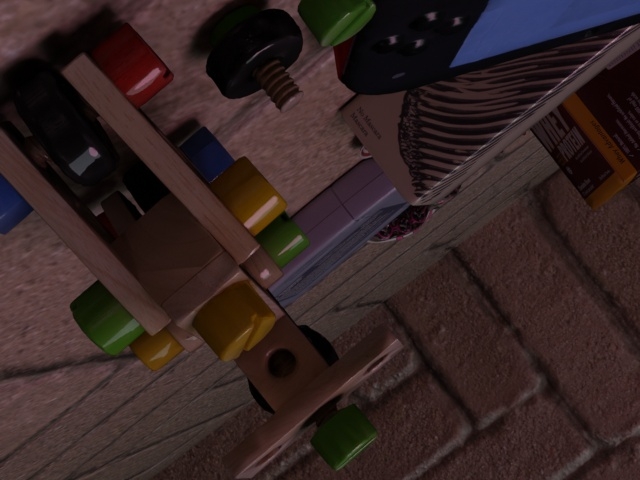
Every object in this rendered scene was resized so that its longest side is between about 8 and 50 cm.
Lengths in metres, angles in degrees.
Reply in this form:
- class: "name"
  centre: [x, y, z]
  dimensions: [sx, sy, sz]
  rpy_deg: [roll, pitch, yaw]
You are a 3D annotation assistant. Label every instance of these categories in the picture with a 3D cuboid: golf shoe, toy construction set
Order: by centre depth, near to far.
- class: "toy construction set"
  centre: [-0.086, 0.046, 0.542]
  dimensions: [0.308, 0.237, 0.257]
  rpy_deg: [-32, 170, -26]
- class: "golf shoe"
  centre: [0.116, -0.039, 1.405]
  dimensions: [0.186, 0.067, 0.086]
  rpy_deg: [-31, 171, -34]

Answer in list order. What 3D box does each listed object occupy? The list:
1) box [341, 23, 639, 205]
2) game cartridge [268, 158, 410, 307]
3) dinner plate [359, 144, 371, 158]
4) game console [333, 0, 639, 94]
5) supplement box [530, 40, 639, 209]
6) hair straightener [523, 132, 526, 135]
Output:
- class: "box"
  centre: [0.159, -0.154, 0.860]
  dimensions: [0.275, 0.113, 0.094]
  rpy_deg: [-41, 169, 19]
- class: "game cartridge"
  centre: [0.000, 0.000, 1.223]
  dimensions: [0.297, 0.062, 0.198]
  rpy_deg: [-40, 166, 23]
- class: "dinner plate"
  centre: [0.092, -0.131, 1.015]
  dimensions: [0.141, 0.017, 0.141]
  rpy_deg: [-35, 170, -7]
- class: "game console"
  centre: [0.202, -0.190, 0.576]
  dimensions: [0.386, 0.060, 0.342]
  rpy_deg: [-18, 176, -8]
- class: "supplement box"
  centre: [0.365, -0.179, 1.235]
  dimensions: [0.194, 0.191, 0.129]
  rpy_deg: [-34, 171, -8]
- class: "hair straightener"
  centre: [0.213, -0.141, 1.317]
  dimensions: [0.089, 0.047, 0.230]
  rpy_deg: [-39, 170, 12]
